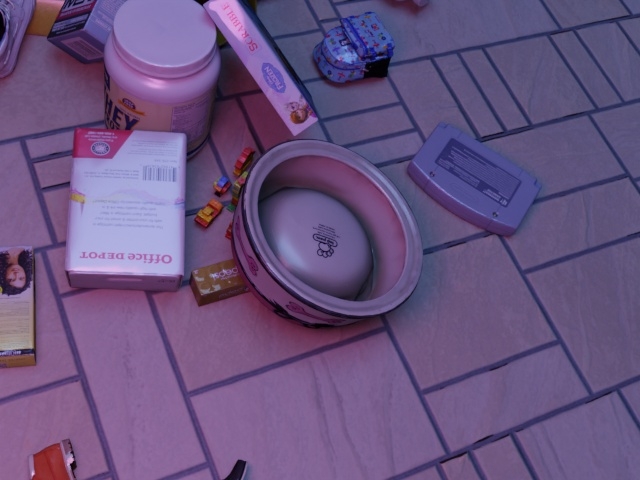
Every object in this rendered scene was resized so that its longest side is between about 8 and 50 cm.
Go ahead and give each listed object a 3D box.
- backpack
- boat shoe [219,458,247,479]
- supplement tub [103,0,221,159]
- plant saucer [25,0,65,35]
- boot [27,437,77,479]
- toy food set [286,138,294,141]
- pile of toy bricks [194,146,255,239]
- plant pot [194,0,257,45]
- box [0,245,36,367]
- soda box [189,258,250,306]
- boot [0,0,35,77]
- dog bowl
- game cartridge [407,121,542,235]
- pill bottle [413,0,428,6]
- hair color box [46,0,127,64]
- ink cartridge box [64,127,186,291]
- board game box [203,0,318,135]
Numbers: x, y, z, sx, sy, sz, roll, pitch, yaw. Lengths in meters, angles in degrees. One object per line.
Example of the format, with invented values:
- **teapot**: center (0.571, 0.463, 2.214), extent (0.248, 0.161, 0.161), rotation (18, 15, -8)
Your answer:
- **backpack**: center (0.076, -0.474, 2.065), extent (0.173, 0.117, 0.158), rotation (-16, 65, -19)
- **boat shoe**: center (-0.174, 0.451, 1.504), extent (0.042, 0.049, 0.133), rotation (33, 62, -4)
- **supplement tub**: center (-0.335, -0.334, 1.755), extent (0.236, 0.324, 0.235), rotation (6, 59, -10)
- **plant saucer**: center (-0.673, -0.641, 1.994), extent (0.333, 0.081, 0.332), rotation (3, 61, -12)
- **boot**: center (-0.459, 0.429, 1.444), extent (0.085, 0.059, 0.157), rotation (-14, 57, -18)
- **toy food set**: center (-0.057, -0.177, 1.917), extent (0.078, 0.019, 0.122), rotation (19, 50, -3)
- **pile of toy bricks**: center (-0.173, -0.110, 1.796), extent (0.118, 0.105, 0.212), rotation (32, 58, 5)
- **plant pot**: center (-0.295, -0.603, 2.004), extent (0.187, 0.212, 0.212), rotation (37, 58, 25)
- **box**: center (-0.586, 0.123, 1.585), extent (0.088, 0.058, 0.232), rotation (-3, 62, -16)
- **soda box**: center (-0.174, 0.075, 1.716), extent (0.181, 0.058, 0.061), rotation (-16, 67, -22)
- **boot**: center (-0.690, -0.492, 1.827), extent (0.095, 0.123, 0.258), rotation (8, 82, -11)
- **dog bowl**: center (0.000, 0.000, 1.704), extent (0.408, 0.150, 0.407), rotation (16, 54, -24)
- **game cartridge**: center (0.362, -0.142, 1.982), extent (0.294, 0.060, 0.196), rotation (34, 55, 7)
- **pill bottle**: center (0.196, -0.742, 2.231), extent (0.264, 0.146, 0.146), rotation (43, 60, 12)
- **hair color box**: center (-0.457, -0.592, 1.881), extent (0.114, 0.185, 0.374), rotation (33, 71, -40)
- **ink cartridge box**: center (-0.386, -0.061, 1.672), extent (0.226, 0.131, 0.306), rotation (3, 72, -12)
- **board game box**: center (-0.124, -0.400, 1.804), extent (0.066, 0.318, 0.318), rotation (-33, 108, 8)
